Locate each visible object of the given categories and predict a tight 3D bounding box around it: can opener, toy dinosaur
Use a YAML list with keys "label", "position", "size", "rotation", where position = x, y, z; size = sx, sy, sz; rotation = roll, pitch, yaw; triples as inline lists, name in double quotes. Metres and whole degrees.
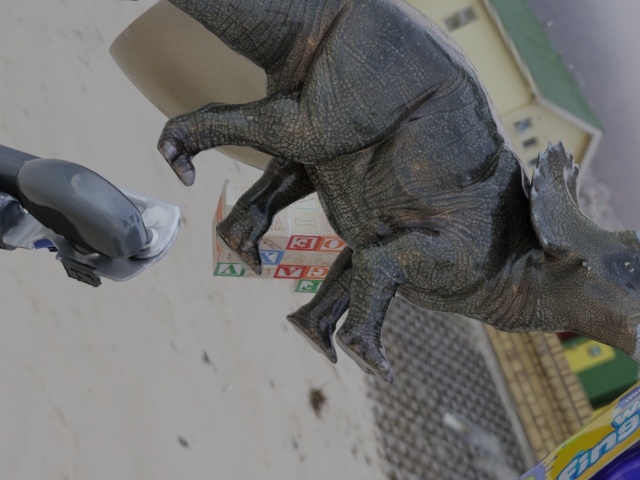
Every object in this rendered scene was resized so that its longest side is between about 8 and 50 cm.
- label: "can opener"
  position: [-0.220, -0.041, 0.747]
  size: [0.074, 0.281, 0.093]
  rotation: [-54, 148, -35]
- label: "toy dinosaur"
  position: [0.027, -0.040, 0.505]
  size: [0.313, 0.160, 0.121]
  rotation: [47, -12, 1]

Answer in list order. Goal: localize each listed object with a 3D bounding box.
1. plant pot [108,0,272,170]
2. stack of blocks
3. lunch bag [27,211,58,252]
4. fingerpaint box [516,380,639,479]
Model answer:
- label: "plant pot"
  position: [-0.034, -0.177, 1.056]
  size: [0.190, 0.284, 0.284]
  rotation: [58, 9, -7]
- label: "stack of blocks"
  position: [0.000, 0.000, 1.518]
  size: [0.171, 0.297, 0.087]
  rotation: [116, -27, -58]
- label: "lunch bag"
  position: [-0.383, -0.017, 1.593]
  size: [0.067, 0.099, 0.065]
  rotation: [-13, 93, -68]
- label: "fingerpaint box"
  position: [0.250, 0.240, 0.734]
  size: [0.163, 0.445, 0.371]
  rotation: [42, 26, -2]
